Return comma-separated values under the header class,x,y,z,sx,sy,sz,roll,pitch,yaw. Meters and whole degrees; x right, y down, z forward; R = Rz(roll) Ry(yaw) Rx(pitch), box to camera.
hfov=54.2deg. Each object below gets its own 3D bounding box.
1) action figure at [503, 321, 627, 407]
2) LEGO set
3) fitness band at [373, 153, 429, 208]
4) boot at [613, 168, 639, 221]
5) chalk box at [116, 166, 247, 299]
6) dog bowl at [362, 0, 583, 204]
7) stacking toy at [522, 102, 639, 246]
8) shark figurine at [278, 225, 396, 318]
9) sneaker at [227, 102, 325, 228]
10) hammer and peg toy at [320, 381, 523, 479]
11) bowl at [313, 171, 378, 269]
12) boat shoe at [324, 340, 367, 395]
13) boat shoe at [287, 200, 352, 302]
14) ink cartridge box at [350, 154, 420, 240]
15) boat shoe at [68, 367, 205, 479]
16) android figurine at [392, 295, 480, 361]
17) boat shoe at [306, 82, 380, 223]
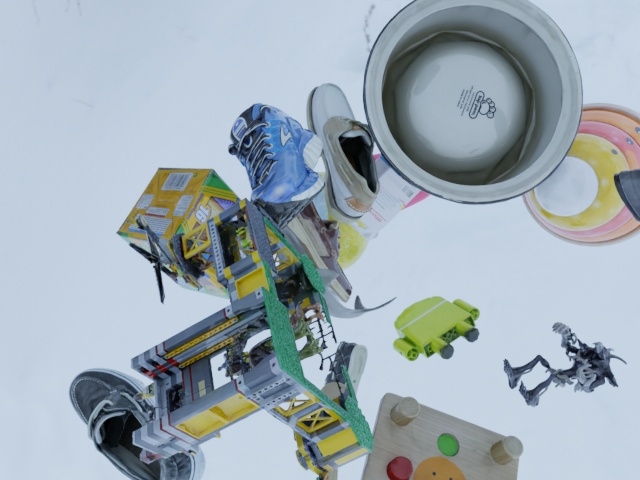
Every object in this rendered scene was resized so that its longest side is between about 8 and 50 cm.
class,x,y,z,sx,sy,sz,roll,pitch,yaw
action figure,0.582,0.289,1.460,0.275,0.141,0.164,-19,42,-5
LEGO set,-0.098,0.125,0.705,0.192,0.255,0.331,-29,54,11
fitness band,0.149,-0.138,1.548,0.209,0.291,0.054,35,139,41
boot,0.570,-0.138,0.999,0.222,0.118,0.338,-25,99,43
chalk box,-0.241,0.004,1.319,0.180,0.289,0.179,6,59,38
dog bowl,0.275,-0.264,1.206,0.408,0.150,0.408,0,87,-3
stacking toy,0.568,-0.121,1.363,0.350,0.480,0.351,7,104,29
shark figurine,0.020,0.093,1.233,0.116,0.278,0.166,-35,24,42
sneaker,-0.084,-0.117,0.952,0.130,0.147,0.330,-43,21,19
hammer and peg toy,0.137,0.389,1.005,0.361,0.127,0.266,20,55,-1
bowl,0.075,-0.053,1.751,0.156,0.289,0.289,-6,68,-8
boat shoe,0.050,0.374,1.606,0.079,0.084,0.233,11,76,35
boat shoe,0.000,0.000,1.425,0.123,0.342,0.123,-42,29,-15
ink cartridge box,0.128,-0.100,1.350,0.181,0.104,0.061,-45,35,8
boat shoe,-0.344,0.317,1.094,0.335,0.119,0.121,23,84,30
android figurine,0.311,0.237,1.725,0.248,0.056,0.273,-31,22,-14
boat shoe,0.054,-0.188,1.215,0.103,0.113,0.302,-37,59,47
